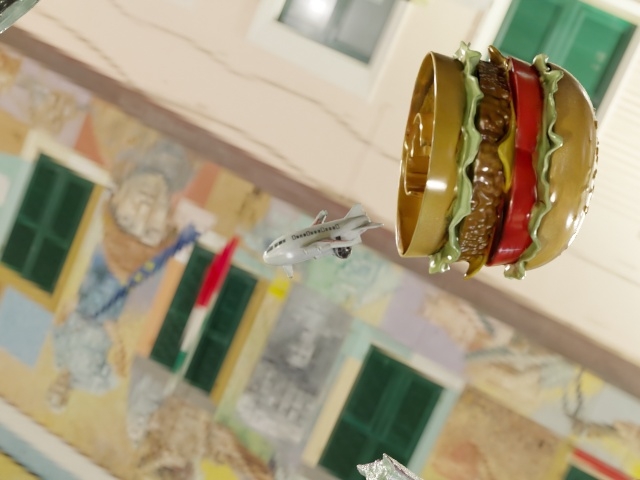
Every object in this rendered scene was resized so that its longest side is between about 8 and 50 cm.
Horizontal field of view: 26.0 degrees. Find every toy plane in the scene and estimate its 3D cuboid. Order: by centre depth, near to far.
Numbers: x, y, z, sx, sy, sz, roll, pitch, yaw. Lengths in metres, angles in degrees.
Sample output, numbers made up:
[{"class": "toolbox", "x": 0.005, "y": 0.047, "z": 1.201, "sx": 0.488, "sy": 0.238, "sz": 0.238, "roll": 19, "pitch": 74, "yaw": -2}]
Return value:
[{"class": "toy plane", "x": 0.000, "y": 0.000, "z": 1.978, "sx": 0.065, "sy": 0.171, "sz": 0.162, "roll": 65, "pitch": 170, "yaw": -20}]

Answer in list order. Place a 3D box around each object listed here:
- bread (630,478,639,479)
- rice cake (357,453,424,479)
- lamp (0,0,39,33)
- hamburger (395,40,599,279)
[{"class": "bread", "x": 0.279, "y": 0.281, "z": 1.055, "sx": 0.235, "sy": 0.210, "sz": 0.099, "roll": -22, "pitch": 145, "yaw": 40}, {"class": "rice cake", "x": 0.163, "y": 0.349, "z": 1.732, "sx": 0.290, "sy": 0.051, "sz": 0.081, "roll": 38, "pitch": 168, "yaw": -25}, {"class": "lamp", "x": -0.488, "y": -0.399, "z": 1.891, "sx": 0.227, "sy": 0.172, "sz": 0.147, "roll": 50, "pitch": 179, "yaw": -8}, {"class": "hamburger", "x": 0.210, "y": -0.088, "z": 1.603, "sx": 0.212, "sy": 0.274, "sz": 0.274, "roll": 7, "pitch": -165, "yaw": -5}]
